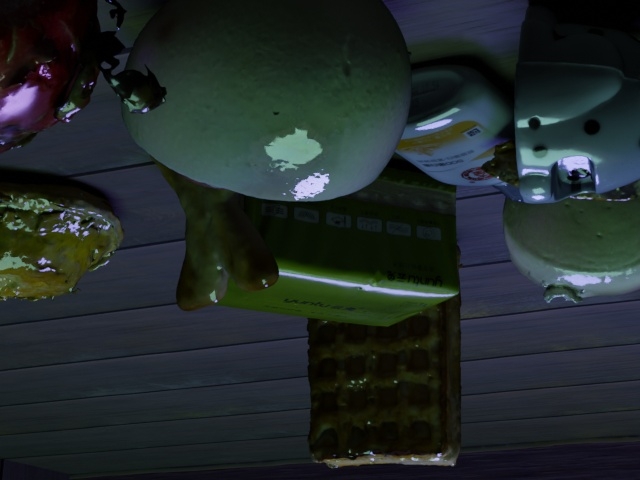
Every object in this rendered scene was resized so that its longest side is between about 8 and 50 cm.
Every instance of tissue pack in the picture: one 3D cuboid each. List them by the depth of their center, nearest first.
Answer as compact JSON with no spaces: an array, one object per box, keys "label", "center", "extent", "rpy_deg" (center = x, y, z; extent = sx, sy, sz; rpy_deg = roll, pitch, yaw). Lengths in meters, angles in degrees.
[{"label":"tissue pack","center":[0.000,0.000,1.910],"extent":[0.275,0.167,0.200],"rpy_deg":[7,162,-22]}]

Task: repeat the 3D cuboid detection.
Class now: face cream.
[{"label":"face cream","center":[0.162,-0.106,1.712],"extent":[0.144,0.071,0.291],"rpy_deg":[-13,159,25]}]

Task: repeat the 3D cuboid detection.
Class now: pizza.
[{"label":"pizza","center":[0.245,-0.078,1.635],"extent":[0.161,0.062,0.182],"rpy_deg":[-1,-170,-1]}]

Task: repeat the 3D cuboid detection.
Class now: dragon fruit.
[{"label":"dragon fruit","center":[-0.297,-0.167,1.266],"extent":[0.269,0.250,0.291],"rpy_deg":[-12,164,-26]}]

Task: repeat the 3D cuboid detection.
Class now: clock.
[{"label":"clock","center":[0.308,-0.124,1.456],"extent":[0.254,0.189,0.189],"rpy_deg":[-3,163,12]}]

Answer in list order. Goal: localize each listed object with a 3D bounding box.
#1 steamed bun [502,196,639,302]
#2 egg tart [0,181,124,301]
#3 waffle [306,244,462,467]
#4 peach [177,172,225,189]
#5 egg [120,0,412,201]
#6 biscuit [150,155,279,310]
[{"label":"steamed bun","center":[0.339,0.001,1.918],"extent":[0.239,0.152,0.170],"rpy_deg":[2,164,8]},{"label":"egg tart","center":[-0.394,0.007,2.054],"extent":[0.295,0.116,0.295],"rpy_deg":[3,164,1]},{"label":"waffle","center":[0.085,0.153,2.173],"extent":[0.213,0.308,0.091],"rpy_deg":[-6,166,25]},{"label":"peach","center":[-0.100,-0.131,1.576],"extent":[0.152,0.152,0.152],"rpy_deg":[1,163,0]},{"label":"egg","center":[-0.039,-0.122,1.389],"extent":[0.271,0.161,0.206],"rpy_deg":[-8,131,-5]},{"label":"biscuit","center":[-0.117,-0.036,1.745],"extent":[0.047,0.208,0.164],"rpy_deg":[-8,174,-41]}]
